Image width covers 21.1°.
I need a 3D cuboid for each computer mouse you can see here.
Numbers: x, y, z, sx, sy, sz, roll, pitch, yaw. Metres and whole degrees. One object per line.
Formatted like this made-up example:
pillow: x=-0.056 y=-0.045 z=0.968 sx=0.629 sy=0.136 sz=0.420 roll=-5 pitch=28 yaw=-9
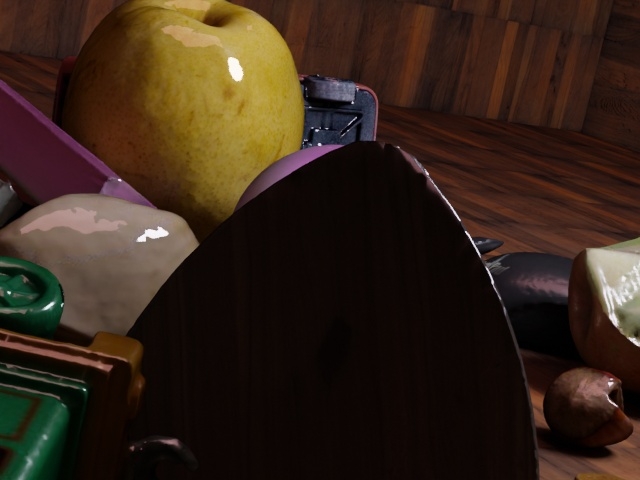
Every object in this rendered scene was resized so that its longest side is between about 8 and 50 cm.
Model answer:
computer mouse: x=0.281 y=0.071 z=1.994 sx=0.269 sy=0.100 sz=0.170 roll=13 pitch=13 yaw=4

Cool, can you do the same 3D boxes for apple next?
apple: x=0.360 y=0.087 z=1.812 sx=0.188 sy=0.174 sz=0.207 roll=-3 pitch=34 yaw=1

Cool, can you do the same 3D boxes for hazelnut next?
hazelnut: x=0.250 y=0.158 z=1.594 sx=0.086 sy=0.086 sz=0.086 roll=12 pitch=11 yaw=-2

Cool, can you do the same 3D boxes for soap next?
soap: x=-0.252 y=-0.050 z=1.783 sx=0.259 sy=0.081 sz=0.181 roll=38 pitch=-5 yaw=42

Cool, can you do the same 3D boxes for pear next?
pear: x=-0.167 y=-0.139 z=2.029 sx=0.314 sy=0.314 sz=0.314 roll=12 pitch=11 yaw=-2

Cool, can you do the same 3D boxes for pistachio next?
pistachio: x=-0.214 y=0.030 z=1.569 sx=0.238 sy=0.138 sz=0.153 roll=4 pitch=48 yaw=-32

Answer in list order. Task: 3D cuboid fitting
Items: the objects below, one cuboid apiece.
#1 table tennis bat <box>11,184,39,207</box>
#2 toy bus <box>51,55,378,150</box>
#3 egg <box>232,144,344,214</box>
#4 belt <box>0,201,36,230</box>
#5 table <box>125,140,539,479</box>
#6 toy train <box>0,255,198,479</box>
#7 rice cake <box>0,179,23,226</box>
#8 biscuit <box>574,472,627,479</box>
table tennis bat: x=-0.393 y=-0.050 z=2.091 sx=0.246 sy=0.022 sz=0.138 roll=4 pitch=12 yaw=-44
toy bus: x=-0.145 y=-0.144 z=2.361 sx=0.427 sy=0.203 sz=0.233 roll=2 pitch=10 yaw=-32
egg: x=0.000 y=0.000 z=1.823 sx=0.196 sy=0.196 sz=0.271 roll=16 pitch=30 yaw=20
belt: x=-0.344 y=-0.014 z=1.841 sx=0.105 sy=0.058 sz=0.140 roll=11 pitch=11 yaw=-23
table: x=0.025 y=0.126 z=1.177 sx=0.317 sy=0.317 sz=0.249 roll=17 pitch=-1 yaw=25
toy train: x=-0.288 y=0.115 z=0.993 sx=0.429 sy=0.178 sz=0.249 roll=12 pitch=22 yaw=0
rice cake: x=-0.396 y=-0.035 z=1.778 sx=0.043 sy=0.127 sz=0.237 roll=50 pitch=-14 yaw=-32
biscuit: x=0.276 y=0.234 z=1.332 sx=0.138 sy=0.031 sz=0.205 roll=9 pitch=11 yaw=-15
